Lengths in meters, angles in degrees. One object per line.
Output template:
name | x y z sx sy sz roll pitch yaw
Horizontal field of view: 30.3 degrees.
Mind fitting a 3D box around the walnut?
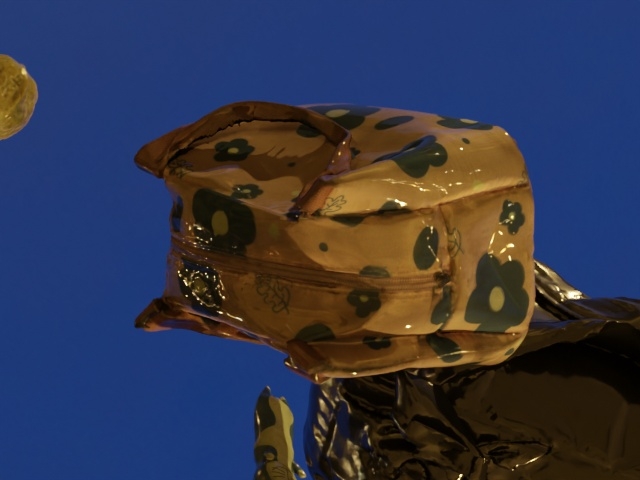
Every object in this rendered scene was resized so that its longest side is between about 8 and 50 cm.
walnut | -0.326 -0.142 1.177 0.092 0.092 0.092 -8 -116 16

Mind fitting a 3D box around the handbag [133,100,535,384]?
handbag | 0.000 0.000 0.828 0.251 0.193 0.190 12 -72 44

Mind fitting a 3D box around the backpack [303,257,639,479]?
backpack | 0.220 0.153 1.070 0.445 0.363 0.255 20 -65 11

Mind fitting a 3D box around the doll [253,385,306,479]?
doll | -0.033 0.152 0.873 0.027 0.037 0.125 -44 -155 22
